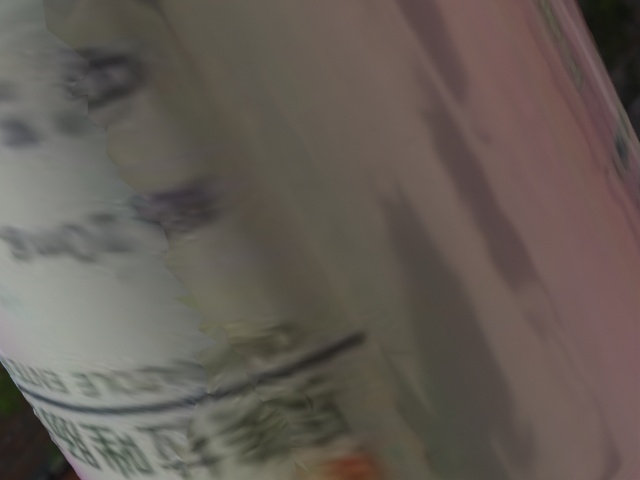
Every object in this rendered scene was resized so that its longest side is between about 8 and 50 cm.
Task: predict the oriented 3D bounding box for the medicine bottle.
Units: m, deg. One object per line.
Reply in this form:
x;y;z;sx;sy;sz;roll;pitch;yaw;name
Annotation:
0.000;0.000;0.432;0.152;0.254;0.152;-22;28;12;medicine bottle
